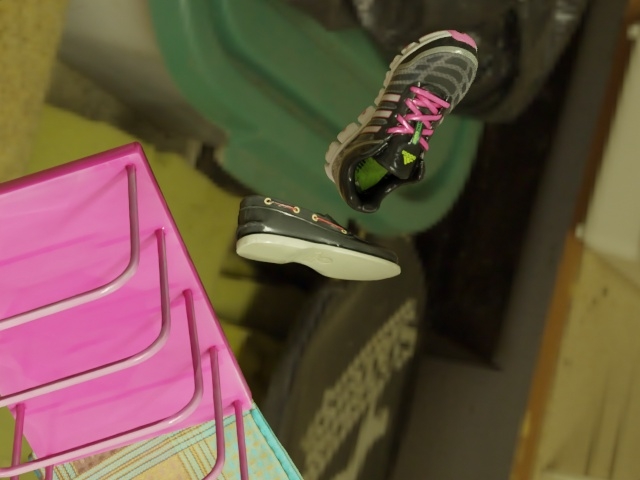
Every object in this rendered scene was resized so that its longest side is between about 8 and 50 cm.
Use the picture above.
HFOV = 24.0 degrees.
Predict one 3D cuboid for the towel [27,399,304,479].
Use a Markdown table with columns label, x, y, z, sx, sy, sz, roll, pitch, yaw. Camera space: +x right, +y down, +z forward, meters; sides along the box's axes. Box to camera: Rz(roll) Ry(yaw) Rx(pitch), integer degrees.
| label | x | y | z | sx | sy | sz | roll | pitch | yaw |
| --- | --- | --- | --- | --- | --- | --- | --- | --- | --- |
| towel | -0.134 | 0.336 | 1.697 | 0.370 | 0.271 | 0.040 | 59 | 5 | 6 |

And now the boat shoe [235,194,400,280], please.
| label | x | y | z | sx | sy | sz | roll | pitch | yaw |
| --- | --- | --- | --- | --- | --- | --- | --- | --- | --- |
| boat shoe | 0.001 | -0.001 | 1.056 | 0.133 | 0.049 | 0.042 | 15 | 63 | -30 |

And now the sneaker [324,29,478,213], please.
| label | x | y | z | sx | sy | sz | roll | pitch | yaw |
| --- | --- | --- | --- | --- | --- | --- | --- | --- | --- |
| sneaker | 0.066 | -0.084 | 1.156 | 0.063 | 0.170 | 0.075 | 25 | 33 | -28 |

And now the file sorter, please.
| label | x | y | z | sx | sy | sz | roll | pitch | yaw |
| --- | --- | --- | --- | --- | --- | --- | --- | --- | --- |
| file sorter | -0.190 | 0.110 | 1.221 | 0.182 | 0.202 | 0.291 | -100 | 171 | -54 |
